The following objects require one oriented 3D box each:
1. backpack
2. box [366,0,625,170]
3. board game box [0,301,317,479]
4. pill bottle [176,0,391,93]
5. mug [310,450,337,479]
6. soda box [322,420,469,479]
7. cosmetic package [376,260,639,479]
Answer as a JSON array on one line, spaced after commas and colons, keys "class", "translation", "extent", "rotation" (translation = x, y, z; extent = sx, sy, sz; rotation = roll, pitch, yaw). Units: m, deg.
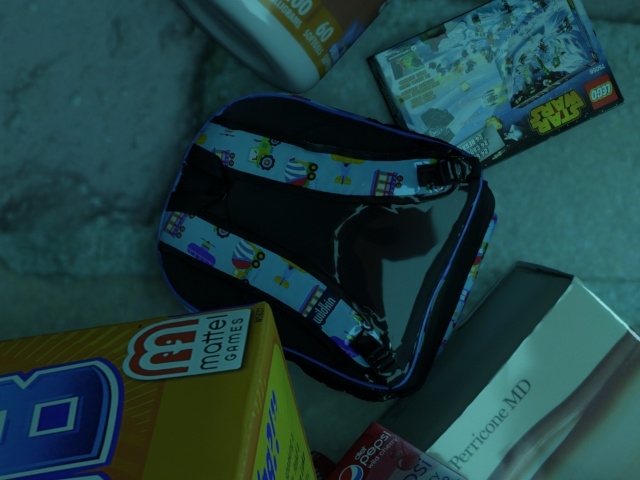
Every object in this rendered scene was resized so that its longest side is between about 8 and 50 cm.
[{"class": "backpack", "translation": [0.000, 0.000, 1.164], "extent": [0.173, 0.117, 0.158], "rotation": [20, 86, 14]}, {"class": "box", "translation": [0.109, -0.099, 1.231], "extent": [0.137, 0.027, 0.094], "rotation": [-25, 95, -10]}, {"class": "board game box", "translation": [-0.170, 0.290, 0.910], "extent": [0.356, 0.356, 0.356], "rotation": [-9, 118, 9]}, {"class": "pill bottle", "translation": [0.016, -0.201, 1.159], "extent": [0.121, 0.121, 0.216], "rotation": [42, 83, -10]}, {"class": "mug", "translation": [-0.030, 0.225, 1.181], "extent": [0.169, 0.113, 0.150], "rotation": [-42, 130, -13]}, {"class": "soda box", "translation": [0.085, 0.218, 1.136], "extent": [0.083, 0.092, 0.263], "rotation": [-48, 134, -14]}, {"class": "cosmetic package", "translation": [0.193, 0.166, 1.205], "extent": [0.296, 0.129, 0.153], "rotation": [41, 85, -10]}]
